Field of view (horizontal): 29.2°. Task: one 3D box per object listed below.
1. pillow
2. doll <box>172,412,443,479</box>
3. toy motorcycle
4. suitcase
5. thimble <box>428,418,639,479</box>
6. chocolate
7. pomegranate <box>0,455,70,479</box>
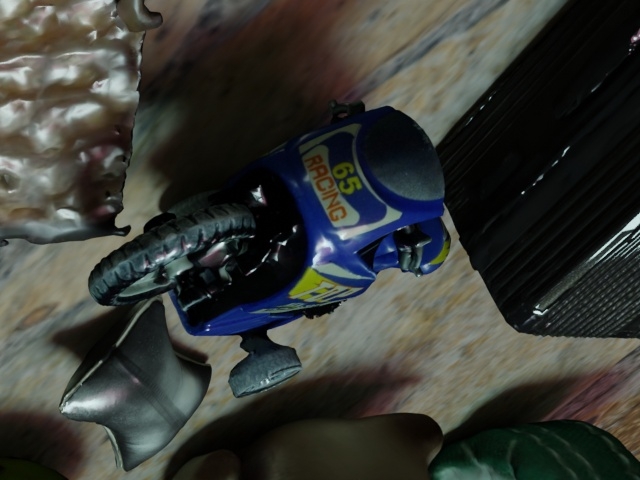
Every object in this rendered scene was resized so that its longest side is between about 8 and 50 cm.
[{"bbox_3d":[-0.117,0.097,0.807,0.091,0.055,0.136,-27,152,-6],"label":"pillow"},{"bbox_3d":[-0.062,0.291,0.993,0.226,0.215,0.370,32,110,-18],"label":"doll"},{"bbox_3d":[0.000,0.000,0.666,0.169,0.113,0.315,-28,169,12],"label":"toy motorcycle"},{"bbox_3d":[0.253,-0.082,0.730,0.229,0.152,0.335,7,136,-42],"label":"suitcase"},{"bbox_3d":[0.199,0.311,1.198,0.167,0.254,0.288,1,153,-36],"label":"thimble"},{"bbox_3d":[-0.112,-0.110,0.483,0.102,0.065,0.329,-4,144,-19],"label":"chocolate"},{"bbox_3d":[-0.247,0.238,0.820,0.248,0.202,0.202,5,148,5],"label":"pomegranate"}]
